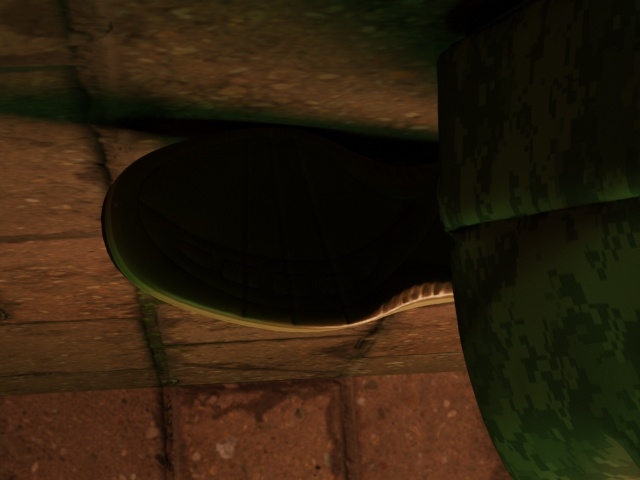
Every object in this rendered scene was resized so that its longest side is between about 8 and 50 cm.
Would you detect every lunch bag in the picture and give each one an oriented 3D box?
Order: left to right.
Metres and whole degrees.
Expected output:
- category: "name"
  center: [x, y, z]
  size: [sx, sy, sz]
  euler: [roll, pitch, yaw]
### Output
- category: "lunch bag"
  center: [0.185, 0.015, 0.863]
  size: [0.213, 0.256, 0.305]
  euler: [1, 177, -19]

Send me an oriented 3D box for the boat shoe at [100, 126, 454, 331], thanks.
- category: "boat shoe"
  center: [0.000, 0.000, 1.216]
  size: [0.342, 0.123, 0.123]
  euler: [-4, 171, -37]
